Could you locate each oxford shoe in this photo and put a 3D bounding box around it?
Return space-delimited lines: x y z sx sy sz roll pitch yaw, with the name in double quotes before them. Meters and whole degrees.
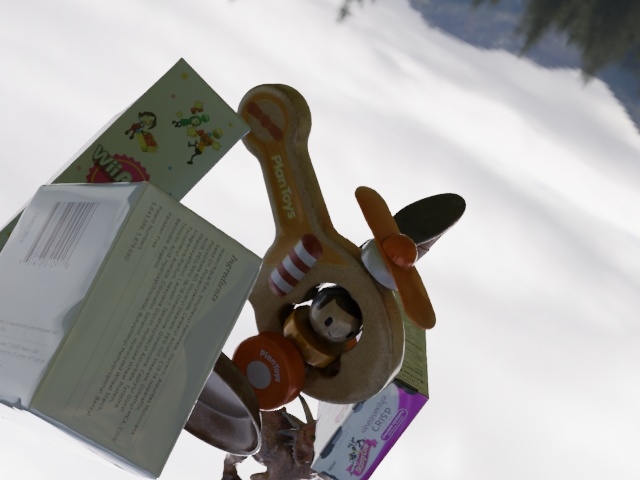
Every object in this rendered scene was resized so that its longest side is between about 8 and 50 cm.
"oxford shoe" 0.136 0.004 1.903 0.076 0.212 0.076 54 178 38

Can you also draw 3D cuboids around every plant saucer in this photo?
"plant saucer" -0.132 0.142 1.277 0.199 0.198 0.036 32 -119 12

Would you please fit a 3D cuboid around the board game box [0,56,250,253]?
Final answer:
"board game box" -0.228 -0.014 1.154 0.097 0.303 0.224 45 156 -12

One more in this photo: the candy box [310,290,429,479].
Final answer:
"candy box" 0.063 0.175 1.526 0.071 0.159 0.233 30 -157 -9

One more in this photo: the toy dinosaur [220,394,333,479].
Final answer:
"toy dinosaur" -0.067 0.282 1.816 0.296 0.200 0.127 27 -135 16

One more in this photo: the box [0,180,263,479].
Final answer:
"box" -0.167 0.060 0.924 0.119 0.182 0.181 36 160 -32

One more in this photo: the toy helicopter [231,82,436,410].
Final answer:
"toy helicopter" 0.000 0.000 1.323 0.140 0.235 0.355 -18 -88 -54
